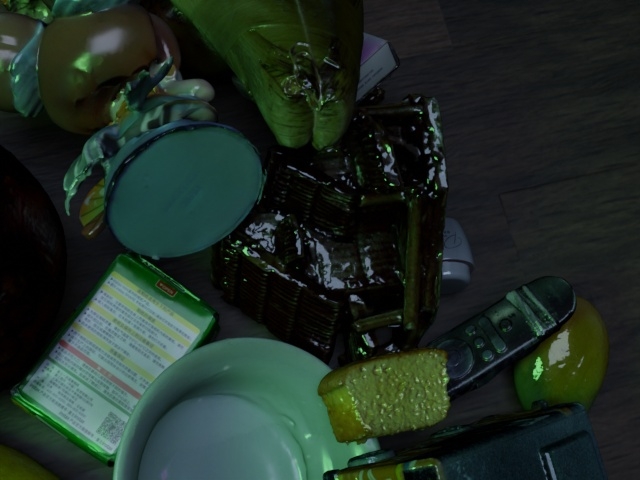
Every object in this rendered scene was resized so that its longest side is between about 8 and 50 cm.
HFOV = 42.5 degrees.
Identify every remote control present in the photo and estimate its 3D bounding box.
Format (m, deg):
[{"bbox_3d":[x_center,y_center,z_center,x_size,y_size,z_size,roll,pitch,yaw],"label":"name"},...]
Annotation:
[{"bbox_3d":[0.229,0.142,1.116,0.266,0.066,0.090,-33,59,5],"label":"remote control"}]

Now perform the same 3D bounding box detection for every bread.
[{"bbox_3d":[0.091,0.190,1.022,0.187,0.065,0.103,-2,71,-31],"label":"bread"}]

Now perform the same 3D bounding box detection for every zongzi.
[{"bbox_3d":[-0.099,-0.235,0.977,0.300,0.145,0.274,12,43,-3],"label":"zongzi"}]

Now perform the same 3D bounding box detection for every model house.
[{"bbox_3d":[0.000,0.000,1.060,0.282,0.317,0.297,-2,60,-13],"label":"model house"}]

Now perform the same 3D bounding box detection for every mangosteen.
[{"bbox_3d":[-0.520,0.025,0.959,0.421,0.381,0.381,20,74,0],"label":"mangosteen"}]

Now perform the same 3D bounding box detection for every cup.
[{"bbox_3d":[-0.106,0.304,0.995,0.347,0.163,0.347,13,65,-29],"label":"cup"}]

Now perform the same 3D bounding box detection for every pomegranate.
[{"bbox_3d":[-0.142,-0.330,1.166,0.246,0.198,0.198,-1,72,29],"label":"pomegranate"}]

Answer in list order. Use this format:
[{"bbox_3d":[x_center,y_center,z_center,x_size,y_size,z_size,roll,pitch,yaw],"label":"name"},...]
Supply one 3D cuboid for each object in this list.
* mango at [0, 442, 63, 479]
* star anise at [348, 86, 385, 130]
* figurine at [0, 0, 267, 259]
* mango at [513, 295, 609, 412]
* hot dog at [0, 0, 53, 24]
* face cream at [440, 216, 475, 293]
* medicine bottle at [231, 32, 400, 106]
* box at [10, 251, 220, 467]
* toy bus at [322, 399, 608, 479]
[{"bbox_3d":[-0.419,0.312,1.003,0.262,0.167,0.130,13,88,-5],"label":"mango"},{"bbox_3d":[0.014,-0.191,1.221,0.097,0.070,0.190,39,73,1],"label":"star anise"},{"bbox_3d":[-0.257,-0.174,1.003,0.276,0.248,0.388,-43,51,12],"label":"figurine"},{"bbox_3d":[0.334,0.172,1.143,0.130,0.092,0.194,4,83,-5],"label":"mango"},{"bbox_3d":[-0.394,-0.532,1.135,0.196,0.367,0.365,-12,71,-32],"label":"hot dog"},{"bbox_3d":[0.170,0.022,1.166,0.091,0.091,0.095,-1,66,-5],"label":"face cream"},{"bbox_3d":[-0.011,-0.242,1.189,0.171,0.052,0.201,-41,43,-13],"label":"medicine bottle"},{"bbox_3d":[-0.265,0.153,1.085,0.180,0.103,0.250,34,76,5],"label":"box"},{"bbox_3d":[0.185,0.300,0.974,0.323,0.194,0.162,-5,76,-42],"label":"toy bus"}]
